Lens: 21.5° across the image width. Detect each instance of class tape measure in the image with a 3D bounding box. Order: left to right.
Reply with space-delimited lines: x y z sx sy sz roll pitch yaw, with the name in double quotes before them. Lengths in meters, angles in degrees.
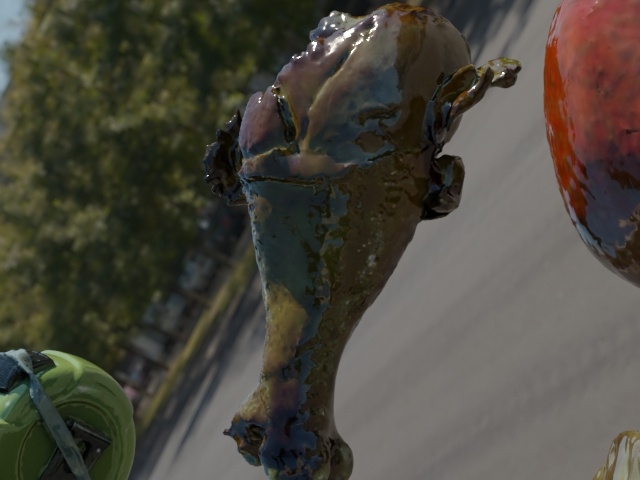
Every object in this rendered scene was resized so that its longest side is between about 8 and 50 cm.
"tape measure" -0.240 0.181 1.449 0.106 0.200 0.175 15 66 49

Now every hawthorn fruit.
"hawthorn fruit" 0.235 -0.098 1.048 0.210 0.210 0.262 139 115 -77

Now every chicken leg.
"chicken leg" -0.010 -0.012 1.246 0.211 0.140 0.361 27 92 41

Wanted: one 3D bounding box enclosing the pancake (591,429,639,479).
"pancake" 0.106 0.177 0.555 0.242 0.050 0.242 -173 90 -84
